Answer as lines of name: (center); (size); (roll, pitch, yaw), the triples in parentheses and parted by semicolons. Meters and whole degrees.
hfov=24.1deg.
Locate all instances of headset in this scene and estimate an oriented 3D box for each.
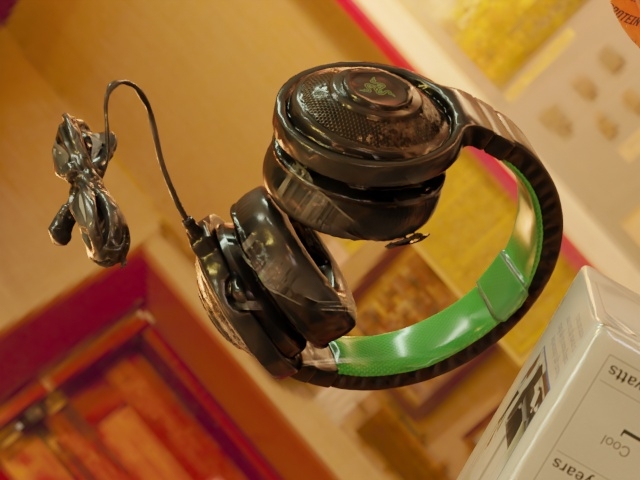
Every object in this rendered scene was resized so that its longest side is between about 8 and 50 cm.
headset: (0.000, 0.000, 1.026); (0.243, 0.394, 0.185); (-55, 33, 25)

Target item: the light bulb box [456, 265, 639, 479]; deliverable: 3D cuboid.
light bulb box: (0.228, 0.266, 0.924); (0.361, 0.358, 0.225); (-61, -4, 10)

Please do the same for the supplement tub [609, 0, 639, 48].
supplement tub: (0.208, -0.146, 0.661); (0.190, 0.117, 0.117); (-38, -7, -43)
